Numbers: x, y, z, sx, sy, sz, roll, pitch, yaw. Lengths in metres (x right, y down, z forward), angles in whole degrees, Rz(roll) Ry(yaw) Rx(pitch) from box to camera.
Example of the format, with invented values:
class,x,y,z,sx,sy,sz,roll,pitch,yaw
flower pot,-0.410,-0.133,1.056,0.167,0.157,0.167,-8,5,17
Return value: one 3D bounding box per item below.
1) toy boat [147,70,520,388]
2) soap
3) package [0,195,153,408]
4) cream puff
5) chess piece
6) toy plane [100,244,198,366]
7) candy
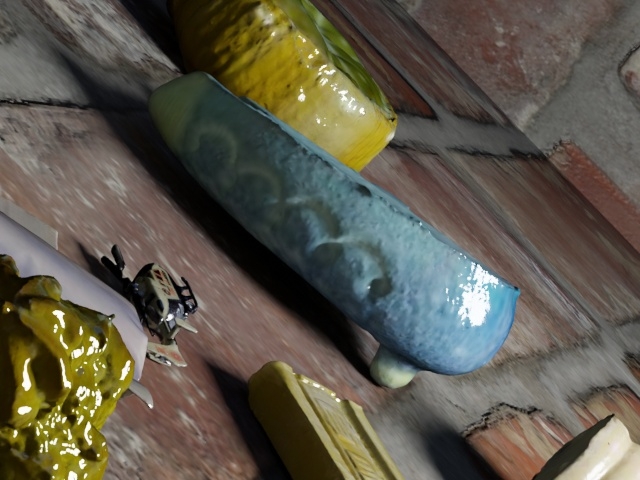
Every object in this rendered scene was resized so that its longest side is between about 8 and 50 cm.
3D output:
class,x,y,z,sx,sy,sz,roll,pitch,yaw
toy boat,0.000,0.000,1.549,0.330,0.123,0.215,36,3,14
soap,0.032,0.172,1.208,0.092,0.037,0.252,34,16,-42
package,-0.197,-0.005,1.033,0.204,0.062,0.251,38,2,-26
cream puff,-0.140,0.058,0.866,0.146,0.116,0.146,39,16,-13
chess piece,0.277,0.282,1.489,0.307,0.124,0.139,49,-18,4
toy plane,-0.100,0.043,1.217,0.049,0.031,0.120,29,17,-33
candy,-0.036,-0.168,1.898,0.260,0.118,0.260,47,11,-12
